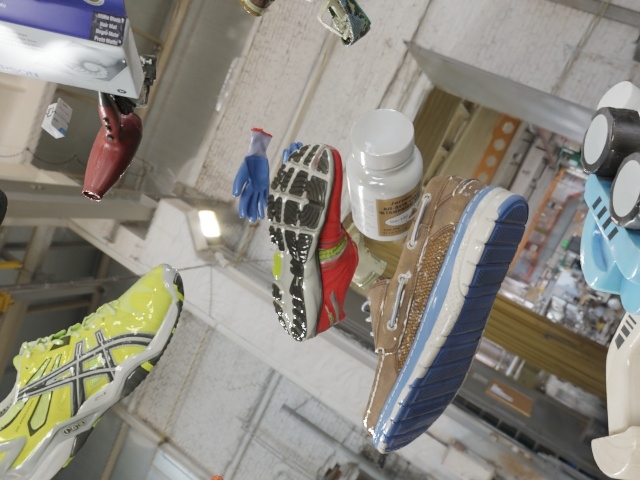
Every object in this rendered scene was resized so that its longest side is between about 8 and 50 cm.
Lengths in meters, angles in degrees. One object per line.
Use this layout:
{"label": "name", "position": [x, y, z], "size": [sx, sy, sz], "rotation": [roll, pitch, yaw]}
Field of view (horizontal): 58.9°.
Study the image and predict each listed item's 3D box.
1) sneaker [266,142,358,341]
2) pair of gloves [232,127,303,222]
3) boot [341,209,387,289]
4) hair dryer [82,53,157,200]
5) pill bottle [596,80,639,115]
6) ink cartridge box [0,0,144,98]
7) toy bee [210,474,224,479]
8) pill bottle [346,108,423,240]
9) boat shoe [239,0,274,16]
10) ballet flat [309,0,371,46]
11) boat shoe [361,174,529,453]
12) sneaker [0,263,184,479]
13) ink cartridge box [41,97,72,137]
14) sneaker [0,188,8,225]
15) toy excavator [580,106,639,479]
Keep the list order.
{"label": "sneaker", "position": [0.000, 0.000, 0.766], "size": [0.118, 0.107, 0.278], "rotation": [-15, -58, -38]}
{"label": "pair of gloves", "position": [-0.078, -0.106, 1.000], "size": [0.198, 0.023, 0.159], "rotation": [8, -86, -55]}
{"label": "boot", "position": [0.116, 0.019, 1.545], "size": [0.213, 0.165, 0.077], "rotation": [-56, 14, 16]}
{"label": "hair dryer", "position": [-0.393, -0.215, 1.044], "size": [0.223, 0.080, 0.293], "rotation": [-60, -14, -73]}
{"label": "pill bottle", "position": [0.584, -0.202, 0.997], "size": [0.103, 0.184, 0.103], "rotation": [-57, 15, 24]}
{"label": "ink cartridge box", "position": [-0.362, -0.274, 0.756], "size": [0.224, 0.224, 0.045], "rotation": [130, 149, -75]}
{"label": "toy bee", "position": [-0.107, 0.391, 0.734], "size": [0.298, 0.162, 0.195], "rotation": [-23, -9, 16]}
{"label": "pill bottle", "position": [0.112, -0.111, 0.988], "size": [0.131, 0.131, 0.229], "rotation": [-52, -26, -22]}
{"label": "boat shoe", "position": [-0.059, -0.349, 0.745], "size": [0.056, 0.049, 0.152], "rotation": [39, -133, -27]}
{"label": "ballet flat", "position": [0.011, -0.365, 0.846], "size": [0.188, 0.070, 0.070], "rotation": [41, -103, -41]}
{"label": "boat shoe", "position": [0.066, 0.046, 0.362], "size": [0.066, 0.066, 0.183], "rotation": [9, -72, -48]}
{"label": "sneaker", "position": [-0.351, 0.178, 0.832], "size": [0.147, 0.145, 0.384], "rotation": [45, -111, -22]}
{"label": "ink cartridge box", "position": [-0.628, -0.293, 1.355], "size": [0.048, 0.028, 0.083], "rotation": [53, -147, -54]}
{"label": "sneaker", "position": [-0.645, 0.007, 0.998], "size": [0.090, 0.145, 0.270], "rotation": [31, -89, -29]}
{"label": "toy excavator", "position": [0.511, 0.079, 0.870], "size": [0.432, 0.223, 0.445], "rotation": [-80, -4, -52]}
